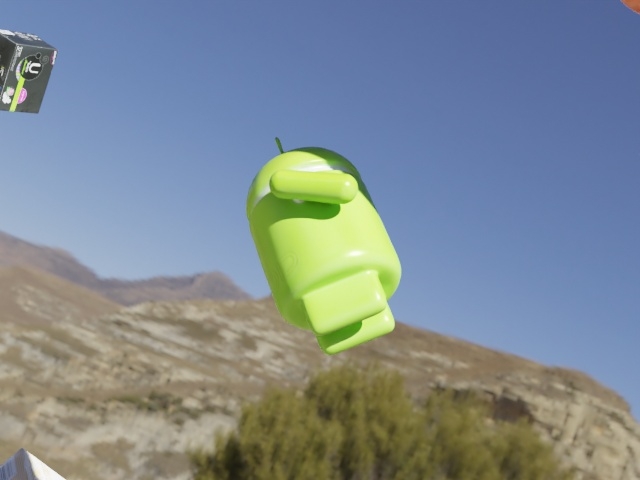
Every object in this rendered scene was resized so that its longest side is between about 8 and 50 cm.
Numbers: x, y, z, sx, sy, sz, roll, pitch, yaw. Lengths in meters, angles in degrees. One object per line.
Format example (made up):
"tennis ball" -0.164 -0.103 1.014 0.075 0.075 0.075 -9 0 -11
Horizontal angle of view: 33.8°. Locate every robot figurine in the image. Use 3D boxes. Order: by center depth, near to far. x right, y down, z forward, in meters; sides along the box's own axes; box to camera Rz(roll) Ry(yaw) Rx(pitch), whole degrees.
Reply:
"robot figurine" 0.000 0.000 0.550 0.067 0.115 0.101 -23 -33 2

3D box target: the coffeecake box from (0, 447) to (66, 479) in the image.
"coffeecake box" -0.284 0.318 1.055 0.185 0.142 0.068 50 1 -34

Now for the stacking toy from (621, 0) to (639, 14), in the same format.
"stacking toy" 0.228 -0.128 0.507 0.130 0.308 0.279 -15 9 33

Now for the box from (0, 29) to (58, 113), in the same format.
"box" -0.357 -0.198 1.234 0.052 0.083 0.062 33 21 31
